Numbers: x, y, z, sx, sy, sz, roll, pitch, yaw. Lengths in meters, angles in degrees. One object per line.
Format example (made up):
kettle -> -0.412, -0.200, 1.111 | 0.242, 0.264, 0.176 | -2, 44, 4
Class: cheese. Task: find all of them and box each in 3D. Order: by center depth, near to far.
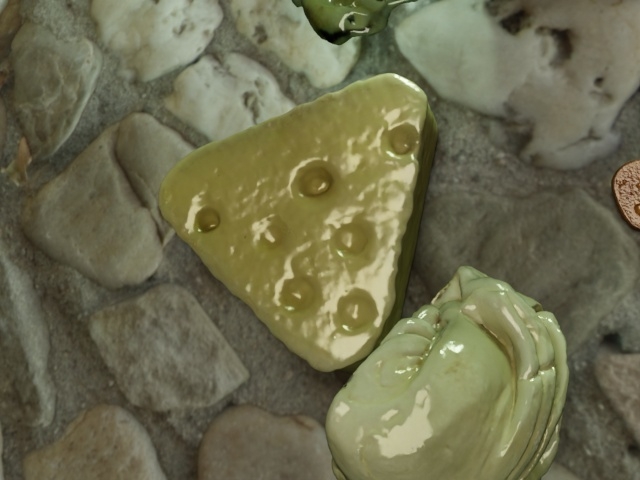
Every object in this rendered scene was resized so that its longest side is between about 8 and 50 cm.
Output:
cheese -> 0.001, 0.000, 0.973 | 0.383, 0.104, 0.384 | -5, 76, 18

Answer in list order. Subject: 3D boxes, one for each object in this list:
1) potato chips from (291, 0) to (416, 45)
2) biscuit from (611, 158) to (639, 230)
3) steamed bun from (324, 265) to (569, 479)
potato chips -> 0.068, -0.454, 0.949 | 0.373, 0.097, 0.389 | -55, 39, 34
biscuit -> 0.394, -0.055, 0.899 | 0.078, 0.015, 0.091 | -17, 74, 13
steamed bun -> 0.152, 0.178, 0.783 | 0.203, 0.289, 0.276 | 35, 88, 19
